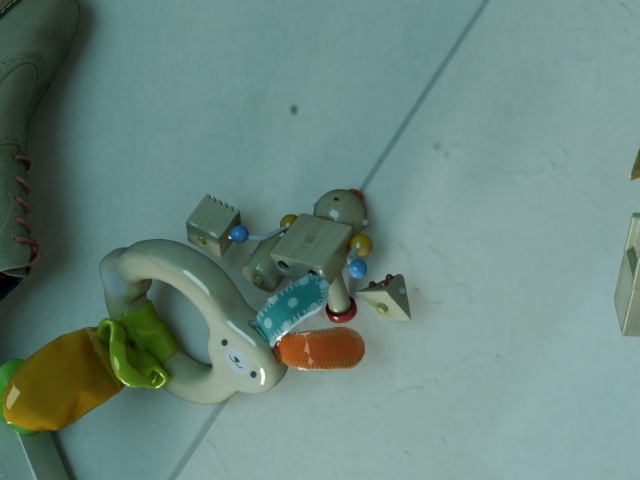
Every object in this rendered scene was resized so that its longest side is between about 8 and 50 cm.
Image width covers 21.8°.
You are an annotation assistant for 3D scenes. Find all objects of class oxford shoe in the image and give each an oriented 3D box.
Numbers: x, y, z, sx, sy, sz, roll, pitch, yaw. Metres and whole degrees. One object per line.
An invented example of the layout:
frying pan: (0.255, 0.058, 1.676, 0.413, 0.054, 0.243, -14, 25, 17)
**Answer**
oxford shoe: (-0.245, -0.030, 1.211, 0.130, 0.123, 0.348, 25, 86, 13)

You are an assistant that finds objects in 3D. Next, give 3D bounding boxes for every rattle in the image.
rattle: (-0.093, 0.077, 1.090, 0.200, 0.143, 0.130, 17, 112, 37)

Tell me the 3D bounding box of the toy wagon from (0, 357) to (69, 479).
toy wagon: (-0.266, 0.260, 1.226, 0.267, 0.068, 0.344, -33, 72, 22)

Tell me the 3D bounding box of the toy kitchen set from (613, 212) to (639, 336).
toy kitchen set: (0.224, 0.008, 1.009, 0.083, 0.075, 0.068, 1, 43, -3)

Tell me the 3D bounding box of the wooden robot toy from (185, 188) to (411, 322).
wooden robot toy: (0.000, 0.000, 1.120, 0.173, 0.076, 0.079, 17, 58, 29)

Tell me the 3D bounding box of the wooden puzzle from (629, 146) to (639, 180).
wooden puzzle: (0.236, -0.033, 0.985, 0.116, 0.078, 0.014, 20, 137, 23)
